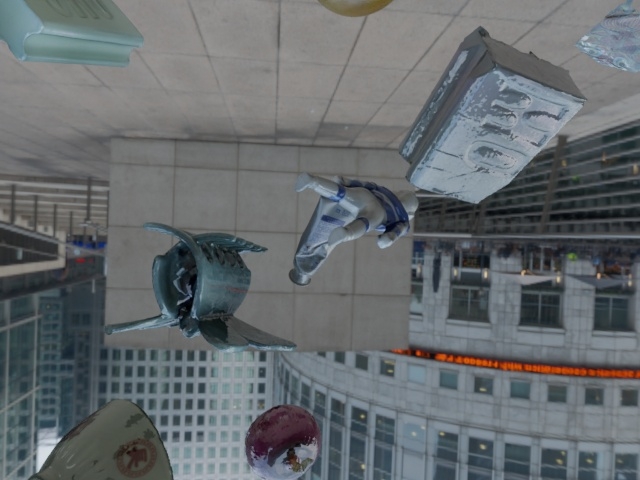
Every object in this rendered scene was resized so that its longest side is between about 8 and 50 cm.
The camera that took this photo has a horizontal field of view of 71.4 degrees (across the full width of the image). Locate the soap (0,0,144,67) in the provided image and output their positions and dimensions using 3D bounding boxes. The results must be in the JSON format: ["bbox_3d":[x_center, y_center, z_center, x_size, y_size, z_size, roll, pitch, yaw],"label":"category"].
[{"bbox_3d":[-0.345,-0.299,0.595,0.067,0.119,0.198,-37,-173,22],"label":"soap"}]

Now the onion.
[{"bbox_3d":[-0.083,0.458,1.000,0.178,0.153,0.177,-6,137,-6],"label":"onion"}]

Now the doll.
[{"bbox_3d":[0.068,-0.036,0.569,0.227,0.114,0.057,-8,144,-50],"label":"doll"}]

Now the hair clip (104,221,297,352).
[{"bbox_3d":[-0.253,0.104,0.971,0.393,0.238,0.318,7,173,11],"label":"hair clip"}]

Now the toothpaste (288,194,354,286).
[{"bbox_3d":[0.000,0.000,0.972,0.096,0.061,0.266,15,133,-16],"label":"toothpaste"}]

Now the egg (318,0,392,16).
[{"bbox_3d":[0.103,-0.666,1.020,0.250,0.322,0.250,40,163,15],"label":"egg"}]

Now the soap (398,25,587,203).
[{"bbox_3d":[0.486,-0.341,1.331,0.351,0.212,0.435,14,135,-19],"label":"soap"}]

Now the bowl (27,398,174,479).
[{"bbox_3d":[-0.422,0.469,0.790,0.338,0.336,0.158,3,175,37],"label":"bowl"}]

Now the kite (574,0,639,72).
[{"bbox_3d":[0.541,-0.385,0.757,0.127,0.016,0.229,24,158,13],"label":"kite"}]
